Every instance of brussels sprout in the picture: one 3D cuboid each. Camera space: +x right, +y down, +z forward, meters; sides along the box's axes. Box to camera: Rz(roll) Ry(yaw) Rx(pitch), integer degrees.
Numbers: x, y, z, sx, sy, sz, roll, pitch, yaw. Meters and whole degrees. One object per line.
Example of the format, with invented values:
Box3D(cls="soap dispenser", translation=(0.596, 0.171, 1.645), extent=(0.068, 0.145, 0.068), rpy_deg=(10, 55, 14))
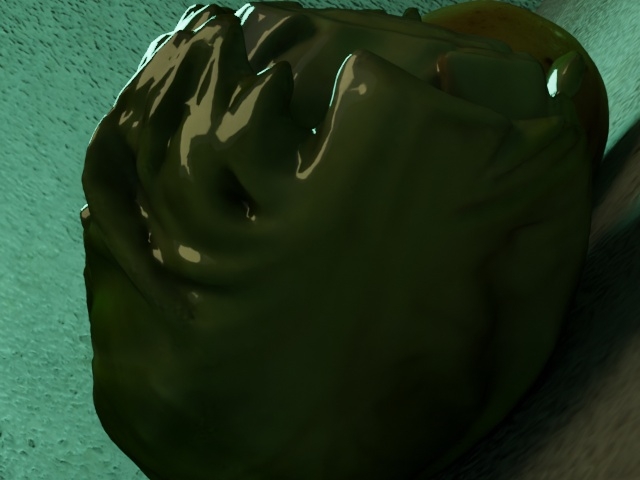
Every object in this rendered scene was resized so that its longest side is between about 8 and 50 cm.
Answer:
Box3D(cls="brussels sprout", translation=(0.004, 0.019, 1.130), extent=(0.425, 0.342, 0.361), rpy_deg=(-47, -31, -76))

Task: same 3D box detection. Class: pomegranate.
Box3D(cls="pomegranate", translation=(0.137, -0.099, 1.402), extent=(0.233, 0.233, 0.233), rpy_deg=(-52, 3, 3))
